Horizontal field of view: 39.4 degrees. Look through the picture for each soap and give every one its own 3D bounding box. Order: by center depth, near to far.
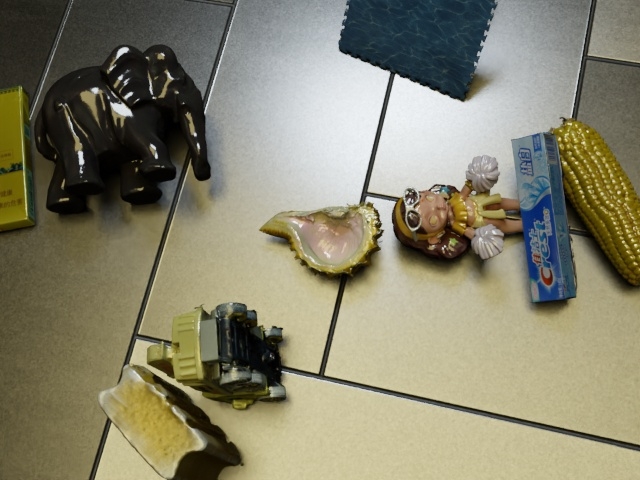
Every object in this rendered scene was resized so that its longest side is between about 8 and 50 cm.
[{"bbox_3d":[-0.219,0.288,1.351,0.089,0.274,0.173,-43,72,-9],"label":"soap"}]

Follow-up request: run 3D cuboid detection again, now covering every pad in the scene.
[{"bbox_3d":[0.170,-0.404,1.562,0.269,0.269,0.012,25,40,16],"label":"pad"}]

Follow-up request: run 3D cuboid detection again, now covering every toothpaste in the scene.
[{"bbox_3d":[0.364,-0.037,1.458,0.066,0.053,0.272,-10,84,40],"label":"toothpaste"}]

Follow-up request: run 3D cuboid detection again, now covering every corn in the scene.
[{"bbox_3d":[0.471,-0.067,1.474,0.106,0.106,0.305,-27,72,-2],"label":"corn"}]

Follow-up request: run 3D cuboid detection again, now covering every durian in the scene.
[{"bbox_3d":[0.005,-0.005,1.530,0.224,0.078,0.140,9,85,21],"label":"durian"}]

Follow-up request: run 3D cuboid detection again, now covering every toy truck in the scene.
[{"bbox_3d":[-0.156,0.185,1.384,0.157,0.272,0.124,-9,71,12],"label":"toy truck"}]

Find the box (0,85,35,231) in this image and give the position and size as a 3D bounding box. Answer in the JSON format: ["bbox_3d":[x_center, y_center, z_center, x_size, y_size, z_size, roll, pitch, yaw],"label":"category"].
[{"bbox_3d":[-0.618,-0.147,1.666,0.153,0.041,0.279,-11,70,4],"label":"box"}]

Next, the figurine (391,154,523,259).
[{"bbox_3d":[0.238,-0.042,1.489,0.240,0.116,0.175,-5,74,-1],"label":"figurine"}]

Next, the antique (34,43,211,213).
[{"bbox_3d":[-0.357,-0.201,1.579,0.322,0.185,0.255,-7,72,9],"label":"antique"}]
